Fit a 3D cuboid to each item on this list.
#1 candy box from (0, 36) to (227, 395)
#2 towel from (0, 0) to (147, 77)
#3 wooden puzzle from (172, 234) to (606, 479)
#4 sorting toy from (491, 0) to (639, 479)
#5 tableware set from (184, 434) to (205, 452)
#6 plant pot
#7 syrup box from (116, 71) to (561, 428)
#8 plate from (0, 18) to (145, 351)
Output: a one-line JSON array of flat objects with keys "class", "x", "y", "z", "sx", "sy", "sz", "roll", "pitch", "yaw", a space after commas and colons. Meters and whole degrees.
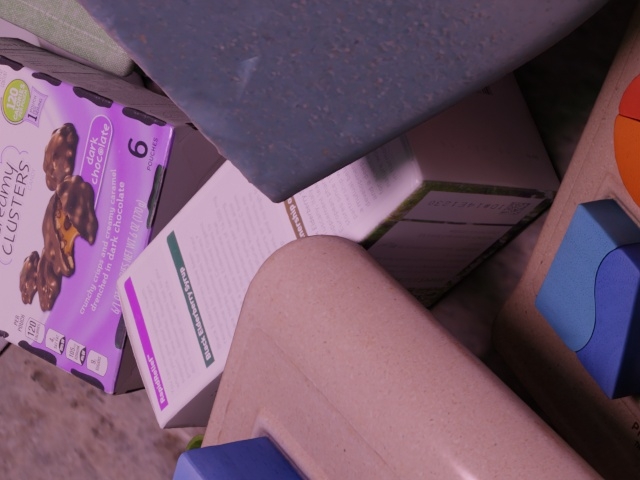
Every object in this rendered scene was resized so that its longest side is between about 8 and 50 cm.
[{"class": "candy box", "x": -0.158, "y": -0.020, "z": 0.989, "sx": 0.196, "sy": 0.070, "sz": 0.164, "roll": 23, "pitch": 106, "yaw": 31}, {"class": "towel", "x": -0.160, "y": -0.282, "z": 0.966, "sx": 0.248, "sy": 0.038, "sz": 0.325, "roll": 28, "pitch": 122, "yaw": 13}, {"class": "wooden puzzle", "x": 0.007, "y": 0.220, "z": 0.681, "sx": 0.322, "sy": 0.080, "sz": 0.347, "roll": 45, "pitch": 124, "yaw": 40}, {"class": "sorting toy", "x": 0.179, "y": 0.052, "z": 0.606, "sx": 0.307, "sy": 0.041, "sz": 0.229, "roll": 55, "pitch": 137, "yaw": 38}, {"class": "tableware set", "x": -0.068, "y": 0.196, "z": 0.941, "sx": 0.104, "sy": 0.024, "sz": 0.154, "roll": 33, "pitch": 113, "yaw": 48}, {"class": "plant pot", "x": 0.025, "y": -0.212, "z": 0.630, "sx": 0.252, "sy": 0.247, "sz": 0.247, "roll": -22, "pitch": 48, "yaw": 23}, {"class": "syrup box", "x": 0.000, "y": 0.000, "z": 0.814, "sx": 0.237, "sy": 0.093, "sz": 0.096, "roll": -43, "pitch": 56, "yaw": 41}, {"class": "plate", "x": -0.226, "y": -0.094, "z": 1.144, "sx": 0.277, "sy": 0.045, "sz": 0.278, "roll": -44, "pitch": 56, "yaw": 40}]
